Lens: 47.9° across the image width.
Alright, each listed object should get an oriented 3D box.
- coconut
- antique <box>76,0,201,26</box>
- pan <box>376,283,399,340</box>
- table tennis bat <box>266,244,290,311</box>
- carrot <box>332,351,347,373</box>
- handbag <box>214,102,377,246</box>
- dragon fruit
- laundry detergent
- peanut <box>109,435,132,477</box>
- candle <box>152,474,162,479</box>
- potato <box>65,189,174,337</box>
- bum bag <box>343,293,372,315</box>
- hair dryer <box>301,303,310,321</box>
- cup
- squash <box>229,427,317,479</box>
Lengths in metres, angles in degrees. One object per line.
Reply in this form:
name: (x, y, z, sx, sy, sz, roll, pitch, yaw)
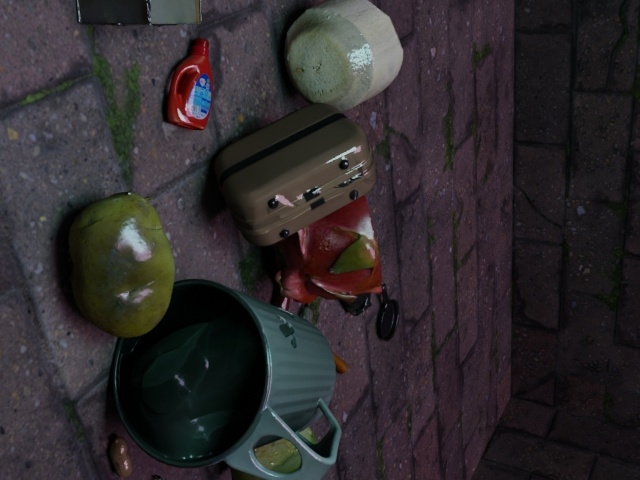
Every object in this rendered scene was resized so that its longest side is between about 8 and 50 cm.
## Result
coconut: (0.056, -0.419, 1.603, 0.266, 0.237, 0.237, -35, 128, -46)
antique: (-0.273, -0.404, 1.104, 0.148, 0.152, 0.147, -27, 122, -58)
pan: (0.206, 0.216, 2.264, 0.136, 0.028, 0.235, -56, 146, -37)
table tennis bat: (-0.074, 0.038, 1.713, 0.200, 0.038, 0.310, 18, 79, -59)
carrot: (0.029, 0.318, 1.976, 0.190, 0.037, 0.037, 54, 52, -50)
handbag: (-0.066, -0.154, 1.447, 0.302, 0.283, 0.149, -29, 133, -6)
dragon fruit: (0.000, 0.000, 1.568, 0.305, 0.225, 0.305, 167, -90, -89)
laundry detergent: (-0.235, -0.289, 1.315, 0.097, 0.049, 0.165, 10, 87, -57)
peanut: (-0.362, 0.393, 1.306, 0.037, 0.037, 0.083, -35, 131, -52)
candle: (-0.320, 0.543, 1.440, 0.026, 0.021, 0.167, -32, 126, -54)
potato: (-0.322, 0.044, 1.167, 0.169, 0.143, 0.248, -11, 118, -13)
bum bag: (0.081, 0.086, 1.963, 0.142, 0.079, 0.326, -59, 148, -21)
hair dryer: (-0.038, 0.212, 1.809, 0.047, 0.071, 0.150, 48, 42, -57)
cup: (-0.145, 0.289, 1.349, 0.392, 0.310, 0.401, 24, 45, -64)
squash: (-0.099, 0.468, 1.612, 0.220, 0.220, 0.133, -34, 130, -52)
